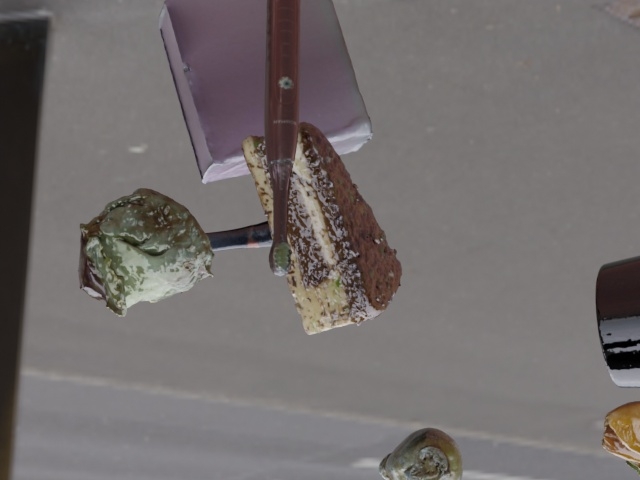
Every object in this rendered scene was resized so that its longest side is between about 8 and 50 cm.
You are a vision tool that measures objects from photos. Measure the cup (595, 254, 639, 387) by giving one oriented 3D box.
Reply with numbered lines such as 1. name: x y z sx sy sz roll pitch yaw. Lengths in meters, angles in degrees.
1. cup: 0.416 0.108 1.350 0.177 0.166 0.239 -10 131 26

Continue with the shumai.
1. shumai: -0.243 0.028 1.660 0.184 0.142 0.184 23 142 20

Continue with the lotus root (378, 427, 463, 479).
1. lotus root: 0.117 0.265 1.430 0.088 0.088 0.165 4 162 -14

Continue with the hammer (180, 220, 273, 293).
1. hammer: -0.136 0.004 1.912 0.290 0.137 0.037 -6 167 3

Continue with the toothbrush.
1. toothbrush: -0.043 -0.139 1.368 0.041 0.364 0.041 1 166 0

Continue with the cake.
1. cake: -0.006 -0.005 1.431 0.112 0.135 0.246 -15 125 26

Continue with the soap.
1. soap: -0.089 -0.265 1.993 0.285 0.296 0.107 -11 168 -17

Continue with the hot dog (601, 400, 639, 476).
1. hot dog: 0.365 0.194 1.062 0.249 0.068 0.100 15 170 4
